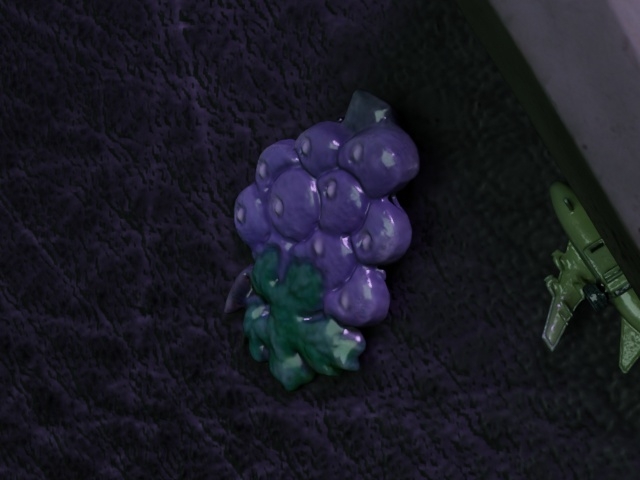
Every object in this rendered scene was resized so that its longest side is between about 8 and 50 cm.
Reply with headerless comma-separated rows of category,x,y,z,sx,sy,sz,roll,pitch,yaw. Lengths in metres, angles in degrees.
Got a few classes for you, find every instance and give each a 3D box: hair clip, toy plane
hair clip,0.002,0.000,0.792,0.124,0.052,0.195,34,116,34
toy plane,0.155,0.013,0.702,0.102,0.040,0.111,-33,77,7

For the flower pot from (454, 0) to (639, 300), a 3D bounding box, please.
flower pot,0.179,-0.120,0.582,0.290,0.290,0.259,-27,91,27
